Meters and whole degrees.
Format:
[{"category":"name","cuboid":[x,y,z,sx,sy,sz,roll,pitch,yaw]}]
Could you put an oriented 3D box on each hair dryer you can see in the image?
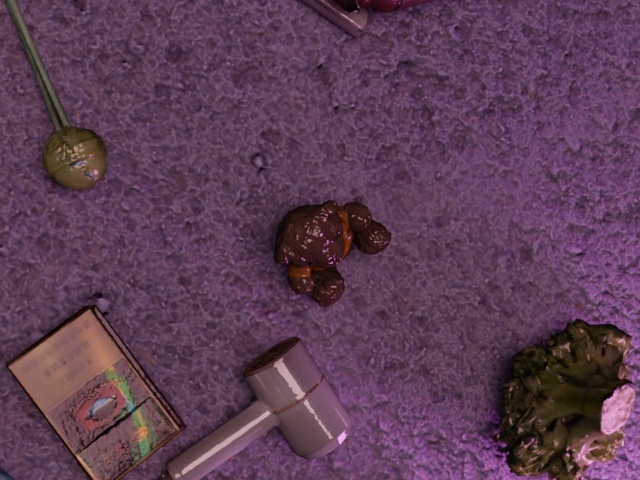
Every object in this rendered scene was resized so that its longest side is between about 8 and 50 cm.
[{"category":"hair dryer","cuboid":[-0.136,0.318,1.868,0.357,0.107,0.173,-34,96,-8]}]

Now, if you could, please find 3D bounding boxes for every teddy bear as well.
[{"category":"teddy bear","cuboid":[0.000,0.000,1.874,0.177,0.190,0.140,-47,70,4]}]

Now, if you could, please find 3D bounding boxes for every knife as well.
[{"category":"knife","cuboid":[-0.028,-0.432,1.965,0.265,0.040,0.073,36,66,-12]}]

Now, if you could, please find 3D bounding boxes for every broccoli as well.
[{"category":"broccoli","cuboid":[0.430,0.270,1.958,0.247,0.245,0.288,16,87,-25]}]

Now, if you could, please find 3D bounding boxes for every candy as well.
[{"category":"candy","cuboid":[-0.414,-0.234,1.822,0.093,0.092,0.336,-23,85,19]}]

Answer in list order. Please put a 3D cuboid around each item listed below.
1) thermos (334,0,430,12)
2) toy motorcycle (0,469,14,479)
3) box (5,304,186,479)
[{"category":"thermos","cuboid":[0.158,-0.455,1.978,0.330,0.109,0.136,-19,80,-22]},{"category":"toy motorcycle","cuboid":[-0.546,0.392,1.717,0.296,0.109,0.198,-11,87,-19]},{"category":"box","cuboid":[-0.338,0.235,1.810,0.159,0.071,0.240,-38,98,-19]}]
